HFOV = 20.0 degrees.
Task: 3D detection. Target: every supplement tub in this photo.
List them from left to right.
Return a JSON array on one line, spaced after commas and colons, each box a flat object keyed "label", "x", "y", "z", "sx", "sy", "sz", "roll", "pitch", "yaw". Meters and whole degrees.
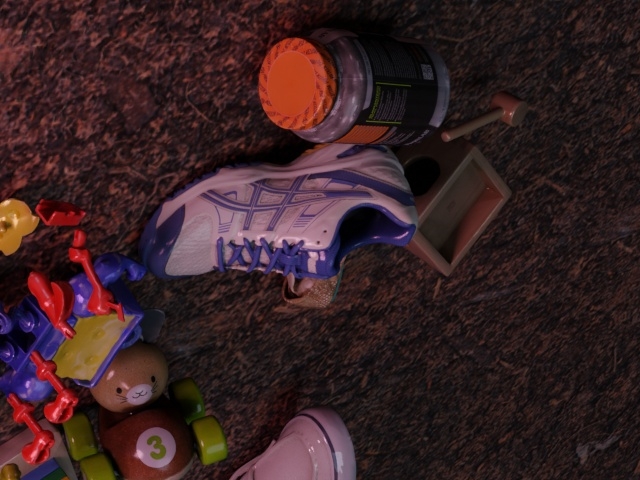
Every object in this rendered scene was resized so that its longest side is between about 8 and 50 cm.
[{"label": "supplement tub", "x": 0.034, "y": -0.155, "z": 1.846, "sx": 0.190, "sy": 0.117, "sz": 0.117, "roll": 0, "pitch": 128, "yaw": -49}]

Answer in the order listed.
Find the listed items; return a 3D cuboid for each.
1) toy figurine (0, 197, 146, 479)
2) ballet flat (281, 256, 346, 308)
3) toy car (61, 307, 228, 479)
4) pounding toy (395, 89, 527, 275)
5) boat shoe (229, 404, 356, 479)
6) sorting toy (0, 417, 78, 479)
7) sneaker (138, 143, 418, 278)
[{"label": "toy figurine", "x": -0.256, "y": 0.130, "z": 1.798, "sx": 0.217, "sy": 0.191, "sz": 0.362, "roll": -1, "pitch": 130, "yaw": -55}, {"label": "ballet flat", "x": 0.000, "y": 0.000, "z": 2.044, "sx": 0.067, "sy": 0.073, "sz": 0.206, "roll": -6, "pitch": 131, "yaw": -26}, {"label": "toy car", "x": -0.200, "y": 0.160, "z": 1.946, "sx": 0.155, "sy": 0.149, "sz": 0.188, "roll": -18, "pitch": 126, "yaw": -15}, {"label": "pounding toy", "x": 0.144, "y": -0.095, "z": 2.079, "sx": 0.206, "sy": 0.094, "sz": 0.181, "roll": -52, "pitch": 144, "yaw": -4}, {"label": "boat shoe", "x": -0.080, "y": 0.354, "z": 2.330, "sx": 0.156, "sy": 0.136, "sz": 0.367, "roll": -15, "pitch": 148, "yaw": -35}, {"label": "sorting toy", "x": -0.365, "y": 0.360, "z": 2.028, "sx": 0.255, "sy": 0.089, "sz": 0.257, "roll": -33, "pitch": 148, "yaw": -18}, {"label": "sneaker", "x": -0.040, "y": -0.013, "z": 1.888, "sx": 0.296, "sy": 0.131, "sz": 0.112, "roll": -21, "pitch": 146, "yaw": -10}]
